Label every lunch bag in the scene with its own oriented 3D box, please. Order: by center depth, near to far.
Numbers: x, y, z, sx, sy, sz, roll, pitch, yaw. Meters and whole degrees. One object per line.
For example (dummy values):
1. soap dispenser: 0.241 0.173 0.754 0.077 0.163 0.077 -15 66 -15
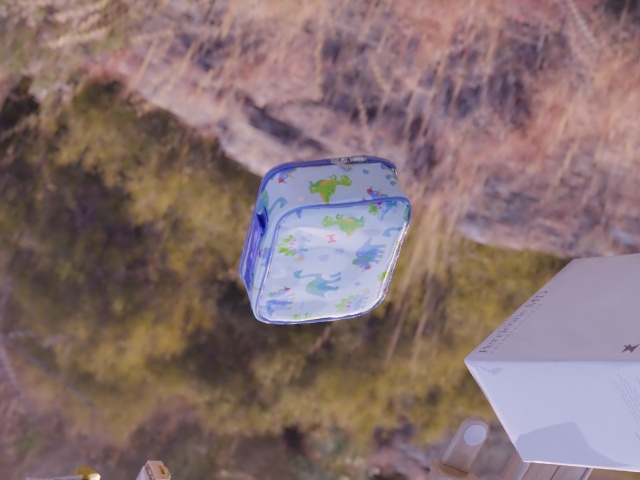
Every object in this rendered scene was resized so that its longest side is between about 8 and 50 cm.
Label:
1. lunch bag: 0.000 0.000 1.671 0.176 0.090 0.219 -6 141 -19

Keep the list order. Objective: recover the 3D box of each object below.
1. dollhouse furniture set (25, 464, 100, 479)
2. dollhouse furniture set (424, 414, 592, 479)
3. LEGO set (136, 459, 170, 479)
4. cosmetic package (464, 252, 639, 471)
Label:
1. dollhouse furniture set: -0.521 0.411 2.193 0.303 0.198 0.286 4 137 -45
2. dollhouse furniture set: 0.335 0.407 1.974 0.303 0.174 0.355 22 -165 -19
3. LEGO set: -0.257 0.448 2.046 0.107 0.287 0.132 24 176 -14
4. cosmetic package: 0.360 0.124 1.534 0.385 0.217 0.156 -7 118 57
